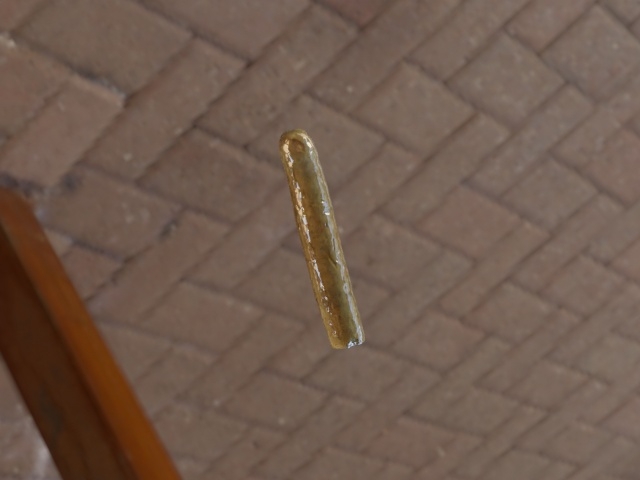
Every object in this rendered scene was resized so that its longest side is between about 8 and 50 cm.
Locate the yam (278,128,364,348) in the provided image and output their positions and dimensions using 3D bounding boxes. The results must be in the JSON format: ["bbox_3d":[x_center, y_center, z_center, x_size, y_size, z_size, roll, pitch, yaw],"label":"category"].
[{"bbox_3d":[0.000,0.000,0.798,0.021,0.021,0.116,-21,107,-19],"label":"yam"}]
